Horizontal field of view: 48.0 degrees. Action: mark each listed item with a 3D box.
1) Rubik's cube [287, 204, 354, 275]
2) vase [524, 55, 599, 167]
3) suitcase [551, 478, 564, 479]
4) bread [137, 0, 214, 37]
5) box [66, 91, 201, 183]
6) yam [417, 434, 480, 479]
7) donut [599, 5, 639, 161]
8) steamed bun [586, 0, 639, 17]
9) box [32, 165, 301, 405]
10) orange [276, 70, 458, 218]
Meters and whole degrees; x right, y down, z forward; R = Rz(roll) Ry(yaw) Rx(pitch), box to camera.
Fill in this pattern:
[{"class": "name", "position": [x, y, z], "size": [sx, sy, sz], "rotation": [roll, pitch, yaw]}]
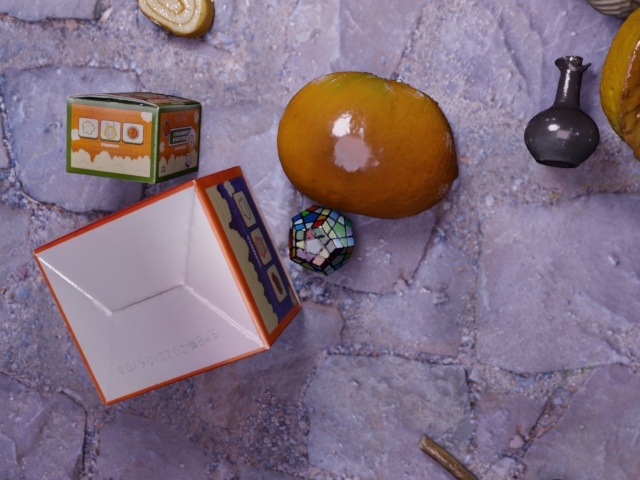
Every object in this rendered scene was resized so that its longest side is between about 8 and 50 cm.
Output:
[{"class": "Rubik's cube", "position": [0.000, 0.000, 1.334], "size": [0.133, 0.133, 0.112], "rotation": [-11, 124, 15]}, {"class": "vase", "position": [0.408, -0.216, 1.197], "size": [0.120, 0.120, 0.183], "rotation": [10, 90, 11]}, {"class": "suitcase", "position": [0.423, 0.572, 1.343], "size": [0.235, 0.143, 0.194], "rotation": [-39, 91, 19]}, {"class": "bread", "position": [-0.267, -0.447, 1.319], "size": [0.149, 0.073, 0.122], "rotation": [29, 105, 6]}, {"class": "box", "position": [-0.339, -0.196, 1.327], "size": [0.178, 0.195, 0.148], "rotation": [8, 103, 12]}, {"class": "yam", "position": [0.254, 0.438, 1.413], "size": [0.145, 0.032, 0.032], "rotation": [40, 108, 1]}, {"class": "donut", "position": [0.554, -0.254, 1.109], "size": [0.278, 0.108, 0.277], "rotation": [-6, 116, -12]}, {"class": "steamed bun", "position": [0.464, -0.521, 1.037], "size": [0.324, 0.219, 0.310], "rotation": [18, 149, -27]}, {"class": "box", "position": [-0.269, 0.074, 1.339], "size": [0.349, 0.257, 0.318], "rotation": [-22, 97, 16]}, {"class": "orange", "position": [0.069, -0.168, 1.294], "size": [0.310, 0.274, 0.274], "rotation": [32, 110, 38]}]
